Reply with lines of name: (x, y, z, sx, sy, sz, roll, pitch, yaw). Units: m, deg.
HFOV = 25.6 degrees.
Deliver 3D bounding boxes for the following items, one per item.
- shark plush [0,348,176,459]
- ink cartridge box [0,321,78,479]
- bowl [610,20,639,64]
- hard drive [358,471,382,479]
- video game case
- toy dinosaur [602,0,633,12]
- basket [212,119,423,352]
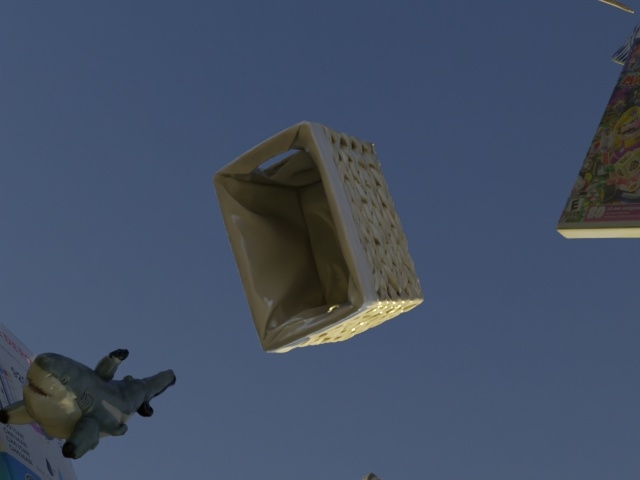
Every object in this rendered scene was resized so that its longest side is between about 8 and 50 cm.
shark plush: (-0.149, 0.109, 1.002, 0.073, 0.161, 0.067, 24, -78, 41)
ink cartridge box: (-0.295, 0.179, 1.084, 0.233, 0.168, 0.171, 61, 0, 35)
bowl: (0.325, -0.161, 1.116, 0.170, 0.170, 0.080, 21, -76, 28)
hard drive: (-0.070, 0.330, 1.128, 0.307, 0.203, 0.040, -40, -79, 19)
video game case: (0.170, -0.056, 0.687, 0.011, 0.122, 0.087, 36, -21, -30)
toy dinosaur: (0.131, -0.210, 0.935, 0.053, 0.092, 0.183, -36, -48, 21)
basket: (0.000, 0.000, 1.171, 0.113, 0.103, 0.167, -27, -110, 31)
